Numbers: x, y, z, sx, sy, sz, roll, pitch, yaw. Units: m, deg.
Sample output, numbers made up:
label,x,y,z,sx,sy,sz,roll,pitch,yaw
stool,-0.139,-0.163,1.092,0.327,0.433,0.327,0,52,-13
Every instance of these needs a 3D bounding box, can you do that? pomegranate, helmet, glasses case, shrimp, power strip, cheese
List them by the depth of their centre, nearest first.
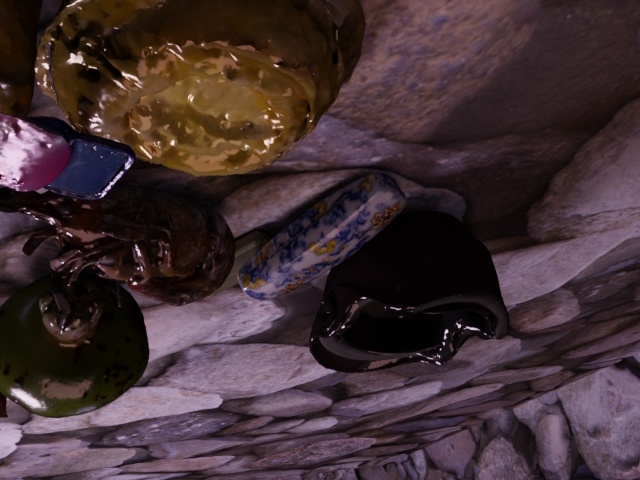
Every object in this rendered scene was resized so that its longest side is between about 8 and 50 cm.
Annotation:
label,x,y,z,sx,sy,sz,roll,pitch,yaw
cheese,-0.232,-0.064,0.377,0.244,0.062,0.155,10,152,-36
shrimp,-0.243,-0.002,0.720,0.343,0.116,0.145,17,118,-39
pomegranate,-0.317,0.122,0.842,0.202,0.202,0.248,2,154,-25
glasses case,0.000,0.000,0.854,0.248,0.065,0.087,-37,150,22
power strip,-0.131,0.037,0.933,0.168,0.028,0.076,-26,150,22
helmet,0.112,0.068,0.935,0.224,0.177,0.305,20,147,-37

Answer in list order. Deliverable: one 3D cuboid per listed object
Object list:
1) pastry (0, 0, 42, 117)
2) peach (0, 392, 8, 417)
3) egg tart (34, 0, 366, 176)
label,x,y,z,sx,sy,sz,roll,pitch,yaw
pastry,-0.296,-0.141,0.405,0.235,0.132,0.240,0,150,-24
peach,-0.586,0.215,0.955,0.267,0.154,0.158,-23,153,36
egg tart,-0.092,-0.131,0.554,0.278,0.095,0.279,-11,154,-6
